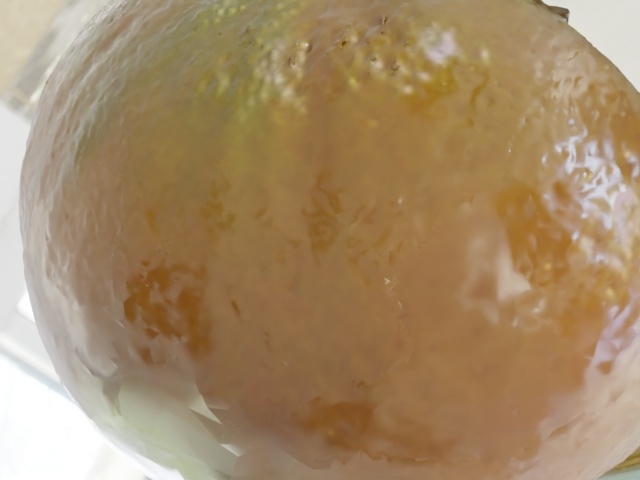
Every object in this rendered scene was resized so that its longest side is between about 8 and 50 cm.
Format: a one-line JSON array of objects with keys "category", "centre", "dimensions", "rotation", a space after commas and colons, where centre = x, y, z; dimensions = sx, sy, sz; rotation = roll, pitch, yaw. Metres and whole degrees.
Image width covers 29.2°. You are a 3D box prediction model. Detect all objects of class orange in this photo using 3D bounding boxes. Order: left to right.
[{"category": "orange", "centre": [-0.002, 0.004, 0.556], "dimensions": [0.274, 0.274, 0.310], "rotation": [-50, -136, 6]}]

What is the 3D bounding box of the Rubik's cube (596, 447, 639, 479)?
[{"category": "Rubik's cube", "centre": [0.177, 0.176, 1.186], "dimensions": [0.348, 0.351, 0.352], "rotation": [-12, -129, 7]}]
